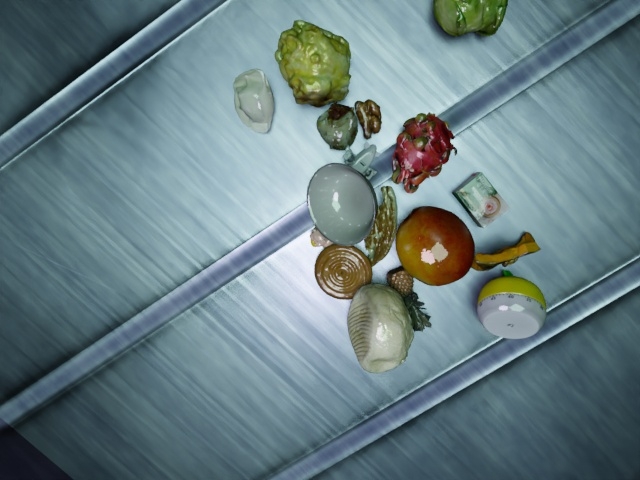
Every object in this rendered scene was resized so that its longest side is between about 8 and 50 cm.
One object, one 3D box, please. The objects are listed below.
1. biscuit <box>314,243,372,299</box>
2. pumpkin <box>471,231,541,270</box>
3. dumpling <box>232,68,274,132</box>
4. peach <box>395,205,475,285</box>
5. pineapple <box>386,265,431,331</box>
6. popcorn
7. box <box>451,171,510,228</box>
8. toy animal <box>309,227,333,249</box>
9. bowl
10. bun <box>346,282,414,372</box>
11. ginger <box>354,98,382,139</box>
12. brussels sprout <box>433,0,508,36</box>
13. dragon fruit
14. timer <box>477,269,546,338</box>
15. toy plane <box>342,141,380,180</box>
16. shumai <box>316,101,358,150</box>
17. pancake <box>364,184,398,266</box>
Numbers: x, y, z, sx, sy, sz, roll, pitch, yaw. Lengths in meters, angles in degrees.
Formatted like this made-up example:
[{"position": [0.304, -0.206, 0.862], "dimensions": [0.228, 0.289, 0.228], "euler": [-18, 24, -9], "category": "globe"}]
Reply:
[{"position": [0.095, 0.139, 1.891], "dimensions": [0.261, 0.037, 0.262], "euler": [3, 108, 11], "category": "biscuit"}, {"position": [0.751, 0.050, 1.776], "dimensions": [0.290, 0.258, 0.095], "euler": [-23, 82, 9], "category": "pumpkin"}, {"position": [-0.281, -0.568, 1.815], "dimensions": [0.179, 0.131, 0.252], "euler": [2, 120, 21], "category": "dumpling"}, {"position": [0.452, 0.018, 1.771], "dimensions": [0.307, 0.308, 0.333], "euler": [-31, 83, 6], "category": "peach"}, {"position": [0.381, 0.247, 1.882], "dimensions": [0.130, 0.119, 0.278], "euler": [-23, 95, -14], "category": "pineapple"}, {"position": [-0.030, -0.677, 1.704], "dimensions": [0.311, 0.312, 0.313], "euler": [0, 97, 2], "category": "popcorn"}, {"position": [0.662, -0.167, 1.836], "dimensions": [0.135, 0.081, 0.199], "euler": [-40, 96, 7], "category": "box"}, {"position": [0.000, 0.000, 1.882], "dimensions": [0.114, 0.082, 0.091], "euler": [43, 98, -4], "category": "toy animal"}, {"position": [0.119, -0.158, 1.791], "dimensions": [0.337, 0.157, 0.338], "euler": [17, 117, 36], "category": "bowl"}, {"position": [0.253, 0.353, 1.801], "dimensions": [0.227, 0.349, 0.353], "euler": [-1, 76, -16], "category": "bun"}, {"position": [0.205, -0.503, 1.817], "dimensions": [0.103, 0.073, 0.162], "euler": [-14, 103, 18], "category": "ginger"}, {"position": [0.566, -0.904, 1.675], "dimensions": [0.259, 0.227, 0.295], "euler": [-26, 88, -9], "category": "brussels sprout"}, {"position": [0.395, -0.342, 1.748], "dimensions": [0.227, 0.243, 0.308], "euler": [-4, 94, -36], "category": "dragon fruit"}, {"position": [0.784, 0.237, 1.823], "dimensions": [0.284, 0.285, 0.286], "euler": [0, 97, 2], "category": "timer"}, {"position": [0.169, -0.328, 1.835], "dimensions": [0.173, 0.080, 0.174], "euler": [-4, 111, -11], "category": "toy plane"}, {"position": [0.077, -0.460, 1.791], "dimensions": [0.183, 0.142, 0.184], "euler": [0, 95, 4], "category": "shumai"}, {"position": [0.245, -0.050, 1.836], "dimensions": [0.054, 0.197, 0.377], "euler": [-7, 125, -37], "category": "pancake"}]
